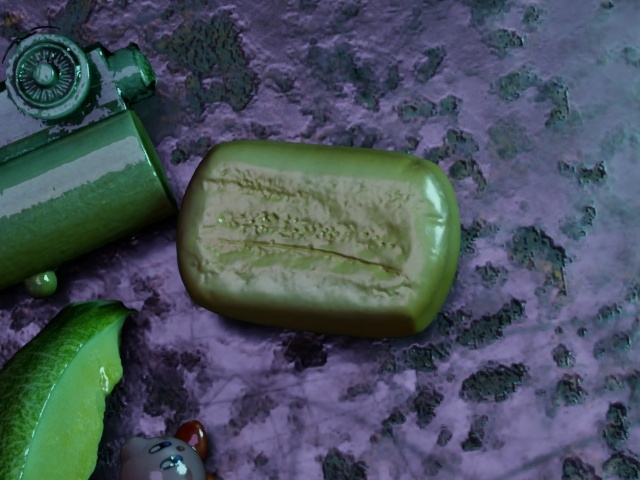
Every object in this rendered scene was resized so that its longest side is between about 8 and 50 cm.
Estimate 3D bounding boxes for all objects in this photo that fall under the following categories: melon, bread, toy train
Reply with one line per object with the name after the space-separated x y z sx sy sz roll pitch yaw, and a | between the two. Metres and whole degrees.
-0.232 0.187 1.516 0.124 0.196 0.323 18 69 -24 | melon
0.000 0.000 1.535 0.217 0.098 0.147 10 80 12 | bread
-0.260 -0.045 1.564 0.307 0.126 0.189 -23 76 1 | toy train

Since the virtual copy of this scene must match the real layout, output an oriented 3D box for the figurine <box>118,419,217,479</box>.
-0.118 0.186 1.525 0.067 0.071 0.083 -49 61 38 | figurine
